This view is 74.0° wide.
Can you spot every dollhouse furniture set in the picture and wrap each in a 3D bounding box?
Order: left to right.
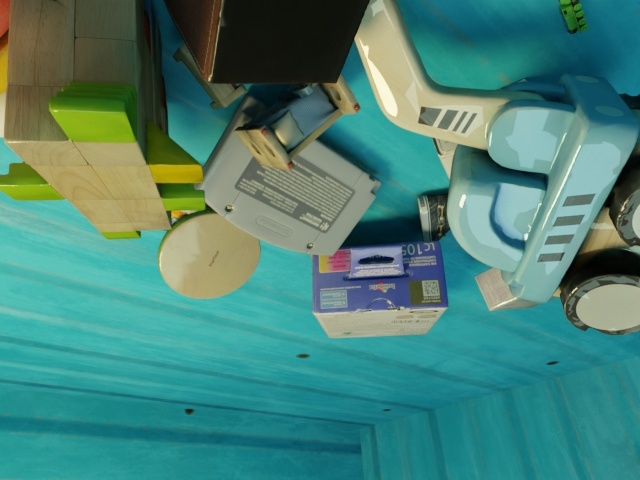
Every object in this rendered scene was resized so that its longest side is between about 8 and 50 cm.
[{"bbox_3d":[-0.069,-0.203,0.546,0.129,0.129,0.183,-44,117,-10],"label":"dollhouse furniture set"}]

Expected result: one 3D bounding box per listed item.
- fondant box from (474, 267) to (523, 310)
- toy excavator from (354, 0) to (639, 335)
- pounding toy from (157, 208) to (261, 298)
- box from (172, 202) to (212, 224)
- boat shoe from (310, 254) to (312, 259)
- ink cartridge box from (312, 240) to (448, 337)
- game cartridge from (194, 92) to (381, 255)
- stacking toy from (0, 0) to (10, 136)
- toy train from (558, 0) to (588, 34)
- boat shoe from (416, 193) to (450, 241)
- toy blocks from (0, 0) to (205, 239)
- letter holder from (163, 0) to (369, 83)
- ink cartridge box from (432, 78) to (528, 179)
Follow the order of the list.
[{"bbox_3d":[0.571,0.060,0.990,0.239,0.096,0.330,5,148,-41],"label":"fondant box"},{"bbox_3d":[0.220,-0.122,0.533,0.446,0.222,0.432,10,130,11],"label":"toy excavator"},{"bbox_3d":[-0.196,-0.010,0.809,0.237,0.110,0.183,-38,129,-2],"label":"pounding toy"},{"bbox_3d":[-0.248,-0.073,0.816,0.233,0.044,0.159,9,144,-17],"label":"box"},{"bbox_3d":[0.000,0.000,0.937,0.059,0.062,0.170,-9,155,4],"label":"boat shoe"},{"bbox_3d":[0.129,0.118,0.962,0.271,0.150,0.395,-4,160,5],"label":"ink cartridge box"},{"bbox_3d":[-0.052,-0.087,0.729,0.297,0.062,0.198,26,110,-36],"label":"game cartridge"},{"bbox_3d":[-0.390,-0.236,0.391,0.352,0.349,0.480,3,161,-10],"label":"stacking toy"},{"bbox_3d":[0.327,-0.301,0.553,0.024,0.017,0.083,-17,145,36],"label":"toy train"},{"bbox_3d":[0.256,-0.031,0.902,0.083,0.065,0.183,-9,145,11],"label":"boat shoe"},{"bbox_3d":[-0.238,-0.170,0.493,0.191,0.260,0.381,-3,167,-15],"label":"toy blocks"},{"bbox_3d":[-0.044,-0.328,0.365,0.152,0.214,0.301,-14,149,-32],"label":"letter holder"},{"bbox_3d":[0.297,-0.138,0.724,0.159,0.092,0.218,-20,144,22],"label":"ink cartridge box"}]
